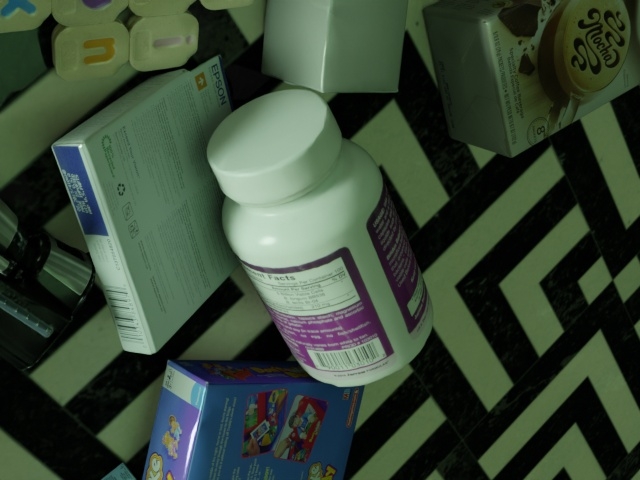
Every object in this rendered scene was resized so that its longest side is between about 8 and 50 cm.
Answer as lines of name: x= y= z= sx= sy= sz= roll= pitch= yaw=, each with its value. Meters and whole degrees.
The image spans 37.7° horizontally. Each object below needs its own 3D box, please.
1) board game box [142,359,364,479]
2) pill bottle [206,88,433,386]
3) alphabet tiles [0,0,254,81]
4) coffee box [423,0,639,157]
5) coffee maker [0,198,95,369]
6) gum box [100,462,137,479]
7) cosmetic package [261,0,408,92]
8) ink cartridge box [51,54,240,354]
board game box: x=-0.092 y=0.312 z=1.061 sx=0.233 sy=0.078 sz=0.347 roll=8 pitch=97 yaw=-42
pill bottle: x=0.000 y=0.000 z=0.966 sx=0.169 sy=0.169 sz=0.302 roll=-38 pitch=131 yaw=-16
alphabet tiles: x=-0.167 y=-0.271 z=0.804 sx=0.277 sy=0.021 sz=0.284 roll=-15 pitch=135 yaw=-27
coffee box: x=0.284 y=-0.244 z=1.107 sx=0.297 sy=0.119 sz=0.168 roll=-30 pitch=121 yaw=-21
coffee maker: x=-0.319 y=0.032 z=0.832 sx=0.171 sy=0.120 sz=0.178 roll=-36 pitch=126 yaw=12
gum box: x=-0.250 y=0.362 z=1.036 sx=0.184 sy=0.041 sz=0.157 roll=-36 pitch=125 yaw=-17
cosmetic package: x=0.018 y=-0.269 z=0.918 sx=0.107 sy=0.127 sz=0.238 roll=-9 pitch=114 yaw=-32
ink cartridge box: x=-0.146 y=-0.042 z=0.920 sx=0.224 sy=0.045 sz=0.223 roll=-48 pitch=133 yaw=-49
